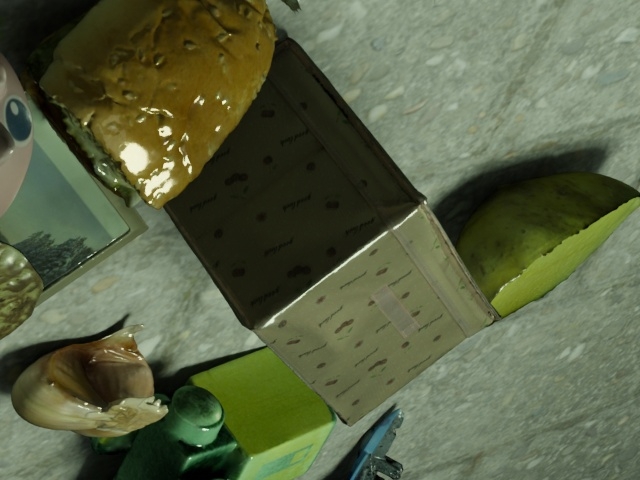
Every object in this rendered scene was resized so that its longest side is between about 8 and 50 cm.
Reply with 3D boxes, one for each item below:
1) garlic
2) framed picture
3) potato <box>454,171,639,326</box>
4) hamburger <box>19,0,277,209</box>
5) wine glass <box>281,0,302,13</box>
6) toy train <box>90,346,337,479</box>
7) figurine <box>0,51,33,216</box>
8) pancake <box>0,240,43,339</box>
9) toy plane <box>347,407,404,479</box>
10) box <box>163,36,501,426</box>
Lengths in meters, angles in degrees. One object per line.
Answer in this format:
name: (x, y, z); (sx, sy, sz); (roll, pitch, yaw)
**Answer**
garlic: (-0.227, 0.145, 1.954); (0.124, 0.099, 0.174); (-29, 154, 31)
framed picture: (-0.280, -0.014, 1.715); (0.213, 0.016, 0.289); (-34, 152, -3)
potato: (0.227, -0.007, 2.197); (0.272, 0.111, 0.160); (-29, 163, -43)
hamburger: (-0.120, -0.140, 1.570); (0.208, 0.135, 0.155); (-39, 149, -11)
wine glass: (0.062, -0.315, 1.514); (0.321, 0.143, 0.143); (-37, 153, -4)
toy train: (-0.152, 0.289, 2.191); (0.253, 0.160, 0.397); (-18, 147, -43)
figurine: (-0.314, -0.059, 1.488); (0.287, 0.176, 0.186); (-49, 168, 35)
pancake: (-0.344, 0.056, 1.694); (0.212, 0.029, 0.235); (-21, 152, 0)
toy plane: (0.054, 0.314, 2.535); (0.246, 0.078, 0.169); (-54, 175, 24)
box: (0.000, 0.000, 1.829); (0.190, 0.225, 0.297); (-37, 151, 0)
